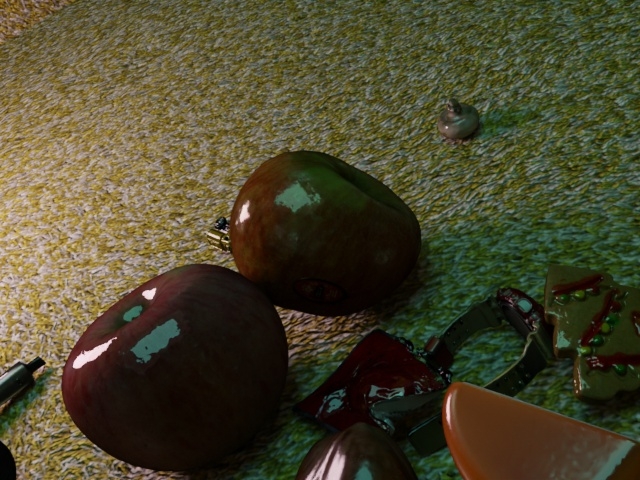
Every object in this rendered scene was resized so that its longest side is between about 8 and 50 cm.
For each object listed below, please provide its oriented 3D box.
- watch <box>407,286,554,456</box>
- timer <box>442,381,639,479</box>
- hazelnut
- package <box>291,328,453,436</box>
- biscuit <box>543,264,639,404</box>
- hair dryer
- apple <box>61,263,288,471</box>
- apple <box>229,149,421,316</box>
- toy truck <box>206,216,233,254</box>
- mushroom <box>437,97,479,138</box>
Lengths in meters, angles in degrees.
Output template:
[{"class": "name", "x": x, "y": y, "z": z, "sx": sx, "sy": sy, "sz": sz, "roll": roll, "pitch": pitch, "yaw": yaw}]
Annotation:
[{"class": "watch", "x": 0.219, "y": 0.182, "z": 1.483, "sx": 0.268, "sy": 0.102, "sz": 0.165, "roll": -36, "pitch": 31, "yaw": 1}, {"class": "timer", "x": 0.264, "y": 0.295, "z": 1.185, "sx": 0.161, "sy": 0.257, "sz": 0.250, "roll": -44, "pitch": 43, "yaw": -12}, {"class": "hazelnut", "x": 0.057, "y": 0.345, "z": 1.290, "sx": 0.210, "sy": 0.186, "sz": 0.210, "roll": -46, "pitch": 13, "yaw": 13}, {"class": "package", "x": 0.073, "y": 0.216, "z": 1.488, "sx": 0.194, "sy": 0.071, "sz": 0.269, "roll": -32, "pitch": 24, "yaw": -16}, {"class": "biscuit", "x": 0.398, "y": 0.118, "z": 1.413, "sx": 0.212, "sy": 0.041, "sz": 0.239, "roll": -28, "pitch": 61, "yaw": -20}, {"class": "hair dryer", "x": -0.593, "y": 0.301, "z": 1.738, "sx": 0.284, "sy": 0.156, "sz": 0.320, "roll": -49, "pitch": 34, "yaw": -12}, {"class": "apple", "x": -0.211, "y": 0.202, "z": 1.563, "sx": 0.344, "sy": 0.269, "sz": 0.345, "roll": -31, "pitch": 20, "yaw": 12}, {"class": "apple", "x": 0.000, "y": 0.000, "z": 1.674, "sx": 0.250, "sy": 0.309, "sz": 0.277, "roll": -60, "pitch": -3, "yaw": 16}, {"class": "toy truck", "x": -0.174, "y": -0.004, "z": 1.937, "sx": 0.083, "sy": 0.049, "sz": 0.054, "roll": 20, "pitch": 58, "yaw": 44}, {"class": "mushroom", "x": 0.260, "y": -0.239, "z": 1.945, "sx": 0.085, "sy": 0.079, "sz": 0.085, "roll": -20, "pitch": 36, "yaw": 15}]
